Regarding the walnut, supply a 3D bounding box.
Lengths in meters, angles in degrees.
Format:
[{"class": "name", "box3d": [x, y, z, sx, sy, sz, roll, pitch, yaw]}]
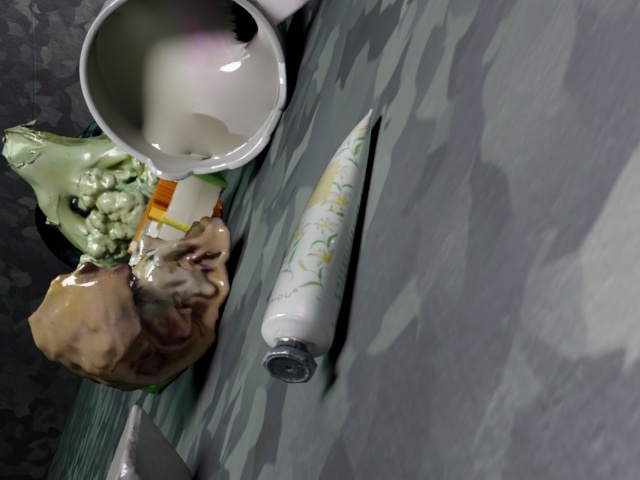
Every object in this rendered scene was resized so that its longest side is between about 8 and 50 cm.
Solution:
[{"class": "walnut", "box3d": [-0.188, 0.080, 1.087, 0.204, 0.141, 0.238, -30, -1, 41]}]

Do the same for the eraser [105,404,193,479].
[{"class": "eraser", "box3d": [-0.184, 0.322, 0.906, 0.111, 0.077, 0.352, -101, 31, -72]}]

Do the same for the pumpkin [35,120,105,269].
[{"class": "pumpkin", "box3d": [-0.355, -0.080, 1.891, 0.315, 0.238, 0.315, -37, 31, 27]}]

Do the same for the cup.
[{"class": "cup", "box3d": [-0.120, -0.237, 1.190, 0.290, 0.219, 0.257, -35, 25, 17]}]

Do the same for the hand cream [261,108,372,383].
[{"class": "hand cream", "box3d": [0.000, 0.000, 0.653, 0.067, 0.042, 0.194, 121, 167, -49]}]

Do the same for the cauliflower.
[{"class": "cauliflower", "box3d": [-0.300, -0.062, 1.536, 0.260, 0.281, 0.326, 38, 118, 50]}]

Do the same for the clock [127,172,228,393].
[{"class": "clock", "box3d": [-0.196, 0.046, 1.327, 0.220, 0.106, 0.255, -39, 30, 66]}]
